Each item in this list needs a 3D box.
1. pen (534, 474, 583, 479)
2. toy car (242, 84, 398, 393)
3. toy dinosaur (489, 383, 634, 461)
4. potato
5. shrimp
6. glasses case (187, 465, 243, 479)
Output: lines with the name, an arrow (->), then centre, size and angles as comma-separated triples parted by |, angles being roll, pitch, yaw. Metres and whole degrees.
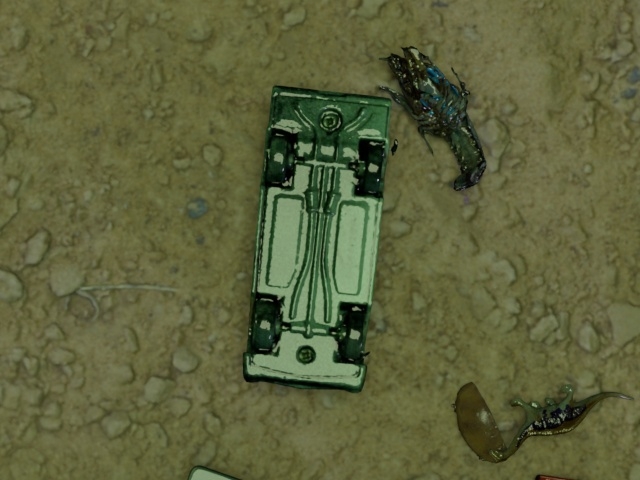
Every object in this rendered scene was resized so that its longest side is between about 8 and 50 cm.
pen -> 0.349, 0.284, 1.790 | 0.239, 0.028, 0.028 | 10, 83, -2
toy car -> 0.000, 0.000, 1.773 | 0.141, 0.097, 0.321 | 6, 82, -2
toy dinosaur -> 0.253, 0.183, 1.790 | 0.180, 0.037, 0.058 | -24, 71, -11
potato -> 0.171, 0.201, 1.788 | 0.037, 0.036, 0.093 | -25, 86, -8
shrimp -> 0.128, -0.137, 1.823 | 0.082, 0.076, 0.174 | -30, 90, 35
glasses case -> -0.062, 0.304, 1.764 | 0.184, 0.039, 0.078 | 19, 82, 0
